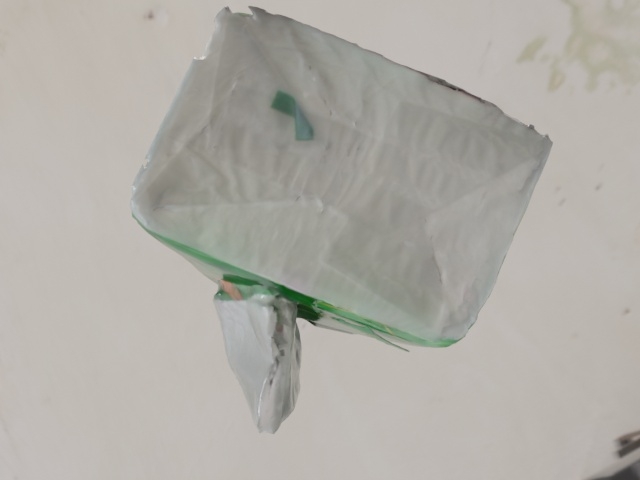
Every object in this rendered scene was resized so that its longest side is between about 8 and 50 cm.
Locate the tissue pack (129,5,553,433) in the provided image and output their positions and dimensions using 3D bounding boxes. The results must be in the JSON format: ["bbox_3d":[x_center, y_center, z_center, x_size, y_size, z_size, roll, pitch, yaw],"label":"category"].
[{"bbox_3d":[-0.002,0.000,0.682,0.148,0.209,0.156,25,-90,0],"label":"tissue pack"}]
